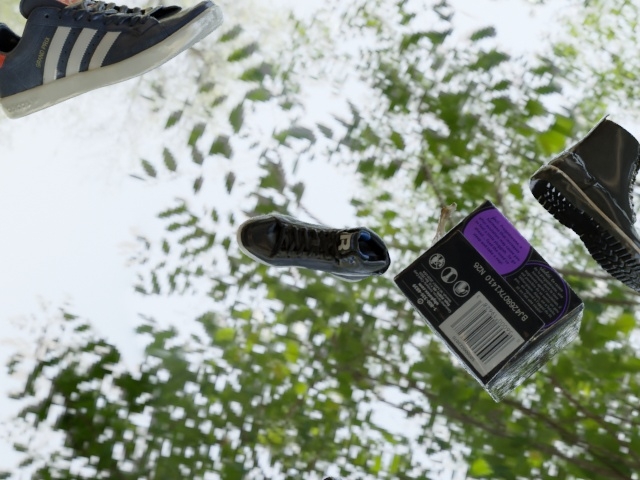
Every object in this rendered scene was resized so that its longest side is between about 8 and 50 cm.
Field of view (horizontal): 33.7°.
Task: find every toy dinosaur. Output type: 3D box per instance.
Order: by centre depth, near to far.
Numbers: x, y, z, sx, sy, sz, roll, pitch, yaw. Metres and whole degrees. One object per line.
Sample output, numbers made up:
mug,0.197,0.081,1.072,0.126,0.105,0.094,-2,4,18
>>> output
toy dinosaur,0.180,0.032,1.617,0.092,0.053,0.183,76,18,-60

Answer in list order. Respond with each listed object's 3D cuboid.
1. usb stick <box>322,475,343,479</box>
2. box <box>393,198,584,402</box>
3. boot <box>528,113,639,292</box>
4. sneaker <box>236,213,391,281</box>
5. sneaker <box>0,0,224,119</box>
usb stick,-0.079,0.328,1.028,0.278,0.077,0.045,-31,-165,-10
box,0.204,0.082,1.258,0.143,0.270,0.165,-40,-107,2
boot,0.359,-0.045,1.232,0.137,0.198,0.077,-42,179,-19
sneaker,0.000,0.000,1.491,0.121,0.217,0.079,-22,-122,61
sneaker,-0.296,-0.272,1.361,0.350,0.148,0.131,-15,-164,21
